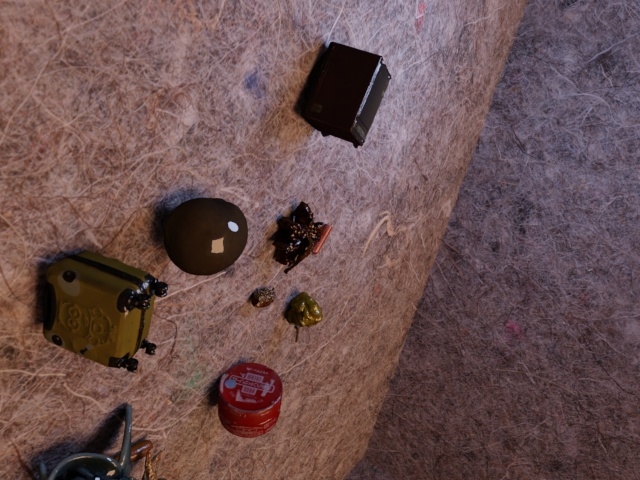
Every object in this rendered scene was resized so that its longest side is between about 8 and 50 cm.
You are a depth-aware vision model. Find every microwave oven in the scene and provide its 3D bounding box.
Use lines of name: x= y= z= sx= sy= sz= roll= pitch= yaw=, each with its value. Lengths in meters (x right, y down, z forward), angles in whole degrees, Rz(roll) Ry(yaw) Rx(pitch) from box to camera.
microwave oven: x=0.074 y=-0.429 z=1.579 sx=0.247 sy=0.188 sz=0.178 roll=-68 pitch=159 yaw=1

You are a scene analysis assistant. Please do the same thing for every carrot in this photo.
carrot: x=-0.573 y=0.631 z=1.529 sx=0.216 sy=0.048 sz=0.048 roll=-13 pitch=125 yaw=-52

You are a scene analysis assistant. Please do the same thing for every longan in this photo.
longan: x=-0.279 y=-0.010 z=1.311 sx=0.220 sy=0.197 sz=0.196 roll=-18 pitch=129 yaw=-62

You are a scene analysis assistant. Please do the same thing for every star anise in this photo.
star anise: x=-0.065 y=-0.010 z=1.772 sx=0.190 sy=0.126 sz=0.220 roll=-52 pitch=149 yaw=-28

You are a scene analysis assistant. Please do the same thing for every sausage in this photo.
sausage: x=0.000 y=0.000 z=1.991 sx=0.129 sy=0.034 sz=0.034 roll=-60 pitch=153 yaw=-5

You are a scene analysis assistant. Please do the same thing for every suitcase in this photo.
suitcase: x=-0.447 y=0.139 z=1.111 sx=0.143 sy=0.235 sz=0.193 roll=-49 pitch=157 yaw=-67

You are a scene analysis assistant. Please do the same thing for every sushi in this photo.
sushi: x=-0.190 y=0.190 z=1.806 sx=0.120 sy=0.052 sz=0.055 roll=-5 pitch=133 yaw=-57

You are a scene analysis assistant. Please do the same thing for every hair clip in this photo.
hair clip: x=-0.560 y=0.664 z=1.328 sx=0.238 sy=0.392 sz=0.318 roll=-3 pitch=118 yaw=-31

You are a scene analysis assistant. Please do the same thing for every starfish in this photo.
starfish: x=-0.509 y=0.751 z=1.556 sx=0.084 sy=0.301 sz=0.293 roll=19 pitch=84 yaw=-27

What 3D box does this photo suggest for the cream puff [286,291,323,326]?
cream puff: x=-0.069 y=0.273 z=2.016 sx=0.116 sy=0.146 sz=0.146 roll=-33 pitch=144 yaw=-18

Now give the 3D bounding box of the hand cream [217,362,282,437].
hand cream: x=-0.243 y=0.550 z=1.841 sx=0.230 sy=0.230 sz=0.149 roll=-32 pitch=139 yaw=-46

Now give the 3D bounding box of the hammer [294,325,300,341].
hammer: x=-0.091 y=0.380 z=2.187 sx=0.035 sy=0.019 sz=0.110 roll=-37 pitch=145 yaw=-42
